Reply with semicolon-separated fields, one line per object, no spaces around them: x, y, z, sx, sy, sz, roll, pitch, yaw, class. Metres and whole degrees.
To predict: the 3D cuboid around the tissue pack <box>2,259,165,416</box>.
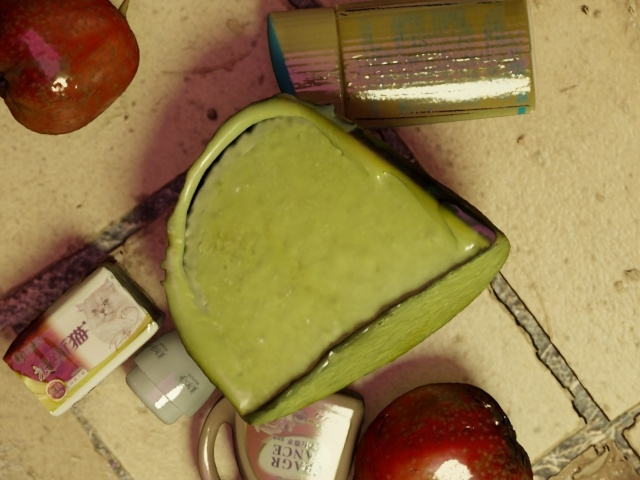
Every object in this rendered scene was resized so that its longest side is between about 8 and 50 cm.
-0.255;0.102;1.585;0.149;0.106;0.099;-41;94;1;tissue pack

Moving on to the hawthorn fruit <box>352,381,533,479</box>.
0.113;0.262;1.584;0.235;0.181;0.181;-36;95;11;hawthorn fruit

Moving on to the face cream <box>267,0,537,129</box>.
0.088;-0.194;1.594;0.285;0.067;0.139;-6;94;-2;face cream

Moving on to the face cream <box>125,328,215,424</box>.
-0.157;0.146;1.600;0.095;0.091;0.091;-43;94;-6;face cream

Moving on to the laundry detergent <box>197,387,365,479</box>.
-0.059;0.261;1.622;0.171;0.076;0.237;18;96;-1;laundry detergent

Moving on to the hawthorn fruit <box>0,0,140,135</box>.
-0.255;-0.210;1.555;0.203;0.162;0.162;-27;95;-18;hawthorn fruit

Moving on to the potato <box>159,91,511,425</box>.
0.000;0.000;1.560;0.330;0.213;0.280;-39;77;11;potato
